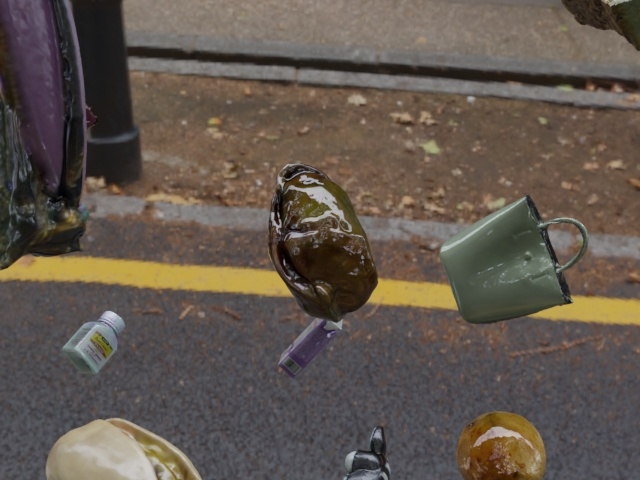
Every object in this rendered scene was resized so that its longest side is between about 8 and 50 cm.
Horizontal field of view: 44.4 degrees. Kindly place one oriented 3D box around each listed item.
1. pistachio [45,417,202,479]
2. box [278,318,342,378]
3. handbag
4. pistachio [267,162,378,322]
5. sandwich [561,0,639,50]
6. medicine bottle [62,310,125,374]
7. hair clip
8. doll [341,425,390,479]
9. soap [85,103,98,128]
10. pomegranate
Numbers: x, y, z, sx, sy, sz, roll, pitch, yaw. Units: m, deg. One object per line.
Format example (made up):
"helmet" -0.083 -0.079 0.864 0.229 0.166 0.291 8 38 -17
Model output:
"pistachio" -0.334 0.401 1.300 0.299 0.188 0.187 13 32 40
"box" -0.016 0.161 1.242 0.036 0.117 0.051 41 11 -6
"handbag" 0.411 0.043 1.652 0.109 0.241 0.315 -11 -11 -47
"pistachio" 0.000 0.000 0.995 0.130 0.210 0.165 -22 -5 34
"sandwich" 0.598 -0.474 1.377 0.262 0.131 0.325 -41 27 12
"medicine bottle" -0.442 0.199 1.552 0.055 0.074 0.118 -4 38 39
"hair clip" -0.257 -0.140 0.646 0.095 0.359 0.110 -17 24 -34
"doll" 0.056 0.352 1.086 0.067 0.091 0.219 1 23 19
"soap" -0.500 -0.233 1.345 0.182 0.112 0.289 -27 29 -12
"pomegranate" 0.469 0.555 2.010 0.248 0.248 0.248 2 33 -1
